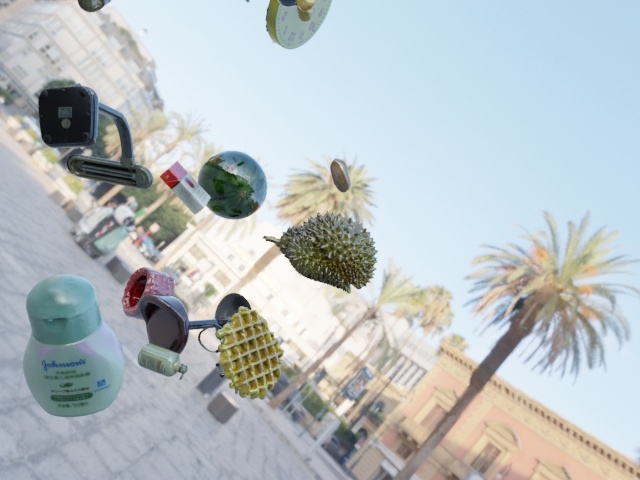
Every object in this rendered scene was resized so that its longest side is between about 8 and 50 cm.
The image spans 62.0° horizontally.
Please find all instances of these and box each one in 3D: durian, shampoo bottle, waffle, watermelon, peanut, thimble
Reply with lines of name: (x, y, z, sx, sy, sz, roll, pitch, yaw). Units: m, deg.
durian: (0.000, 0.000, 0.923, 0.208, 0.146, 0.102, 10, -39, 12)
shampoo bottle: (-0.577, 0.237, 1.235, 0.151, 0.222, 0.349, -106, -162, -60)
waffle: (-0.230, 0.388, 1.827, 0.062, 0.329, 0.329, -17, -57, 35)
shampoo bottle: (-0.492, 0.384, 1.684, 0.162, 0.079, 0.079, 14, -26, 19)
watermelon: (-0.297, -0.188, 1.805, 0.242, 0.242, 0.242, 42, -14, 13)
peanut: (0.085, -0.275, 2.253, 0.076, 0.076, 0.152, 153, -78, -75)
thimble: (-0.631, 0.198, 1.948, 0.163, 0.189, 0.125, 18, -8, 43)

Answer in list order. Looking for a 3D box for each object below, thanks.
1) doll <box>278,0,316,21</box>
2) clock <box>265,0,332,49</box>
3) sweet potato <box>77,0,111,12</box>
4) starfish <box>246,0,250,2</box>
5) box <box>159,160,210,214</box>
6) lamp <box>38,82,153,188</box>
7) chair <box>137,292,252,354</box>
doll: (-0.054, -0.465, 0.906, 0.179, 0.089, 0.102, 59, -2, -4)
clock: (-0.045, -0.714, 1.612, 0.071, 0.277, 0.293, 39, -58, 17)
sweet potato: (-0.266, -0.410, 0.737, 0.108, 0.346, 0.079, 27, -46, -7)
starfish: (-0.200, -0.899, 1.708, 0.050, 0.138, 0.247, 15, -43, -28)
box: (-0.402, -0.158, 1.593, 0.152, 0.048, 0.100, 52, 12, -18)
lamp: (-0.492, -0.210, 1.105, 0.203, 0.124, 0.283, 0, -14, 7)
chair: (-0.451, 0.299, 1.901, 0.227, 0.226, 0.401, 35, 17, 35)
